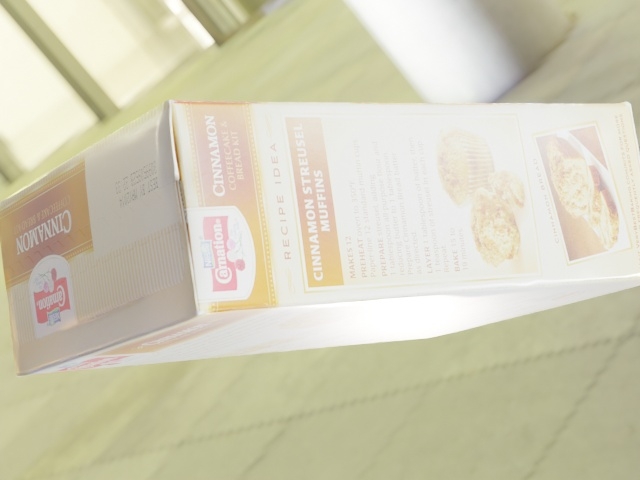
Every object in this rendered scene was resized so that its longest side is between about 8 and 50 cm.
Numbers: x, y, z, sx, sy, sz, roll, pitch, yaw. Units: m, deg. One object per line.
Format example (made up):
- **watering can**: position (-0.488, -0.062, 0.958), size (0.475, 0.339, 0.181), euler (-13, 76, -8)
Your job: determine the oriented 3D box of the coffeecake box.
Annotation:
- **coffeecake box**: position (0.000, 0.000, 0.566), size (0.185, 0.068, 0.142), euler (-3, -9, -33)
